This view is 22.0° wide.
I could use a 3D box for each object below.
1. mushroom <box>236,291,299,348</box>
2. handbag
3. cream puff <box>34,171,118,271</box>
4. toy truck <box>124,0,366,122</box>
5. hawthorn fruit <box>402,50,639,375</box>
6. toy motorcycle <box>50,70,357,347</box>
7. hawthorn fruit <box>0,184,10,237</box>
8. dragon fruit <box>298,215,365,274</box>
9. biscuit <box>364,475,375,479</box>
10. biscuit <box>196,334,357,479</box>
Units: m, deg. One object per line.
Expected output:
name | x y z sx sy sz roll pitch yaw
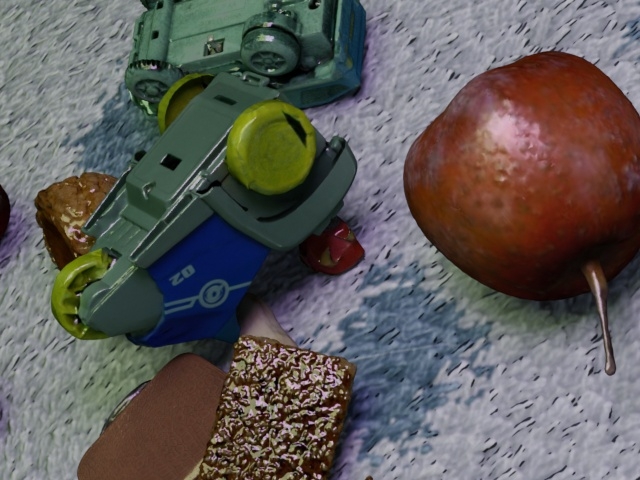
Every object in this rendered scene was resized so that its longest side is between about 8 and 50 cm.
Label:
mushroom | -0.050 0.121 1.713 0.059 0.054 0.202 -38 44 5
handbag | -0.150 0.214 1.696 0.193 0.072 0.151 -48 49 -3
cream puff | -0.209 -0.009 1.834 0.169 0.183 0.183 -28 46 -17
toy truck | -0.091 -0.225 1.892 0.279 0.156 0.155 -11 55 25
hawthorn fruit | 0.217 -0.057 1.572 0.263 0.231 0.235 28 102 4
toy motorcycle | -0.122 -0.006 1.706 0.326 0.200 0.191 -52 34 -7
hawthorn fruit | -0.455 -0.020 1.982 0.148 0.148 0.172 21 83 38
dragon fruit | 0.000 0.000 1.758 0.060 0.056 0.083 -44 50 -4
biscuit | 0.053 0.314 1.535 0.064 0.034 0.199 -27 51 11
biscuit | -0.051 0.211 1.611 0.131 0.025 0.230 13 79 9
